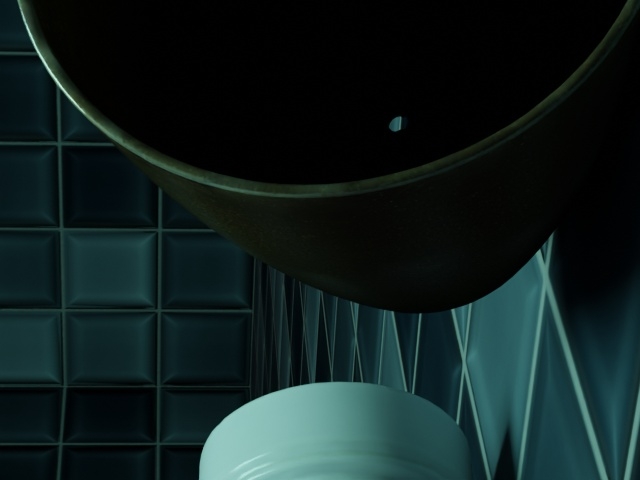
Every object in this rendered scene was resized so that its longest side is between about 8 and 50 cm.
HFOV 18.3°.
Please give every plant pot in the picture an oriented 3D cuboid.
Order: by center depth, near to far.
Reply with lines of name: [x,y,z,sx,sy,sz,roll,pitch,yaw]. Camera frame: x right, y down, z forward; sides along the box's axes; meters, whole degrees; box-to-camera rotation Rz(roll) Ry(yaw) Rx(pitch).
plant pot: [0.024,-0.066,0.738,0.230,0.215,0.215,66,-159,-64]

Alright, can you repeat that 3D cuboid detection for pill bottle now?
pill bottle: [0.015,0.217,0.900,0.161,0.161,0.283,96,173,-50]
